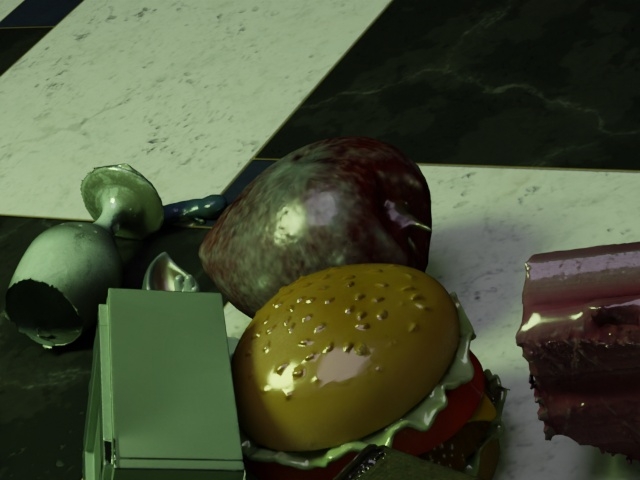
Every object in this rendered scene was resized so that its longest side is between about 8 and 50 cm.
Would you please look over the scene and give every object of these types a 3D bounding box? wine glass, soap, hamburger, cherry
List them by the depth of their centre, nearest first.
[{"bbox_3d":[0.346,0.101,1.501,0.325,0.220,0.127,-5,40,27],"label":"soap"},{"bbox_3d":[0.034,0.142,1.634,0.274,0.212,0.274,-15,32,10],"label":"hamburger"},{"bbox_3d":[0.000,0.000,1.883,0.300,0.203,0.230,-13,39,30],"label":"cherry"},{"bbox_3d":[-0.288,0.018,2.109,0.126,0.126,0.241,-4,34,28],"label":"wine glass"}]

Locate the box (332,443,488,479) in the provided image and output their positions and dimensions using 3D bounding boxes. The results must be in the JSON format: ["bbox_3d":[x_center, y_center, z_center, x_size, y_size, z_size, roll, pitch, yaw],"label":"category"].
[{"bbox_3d":[0.041,0.321,1.386,0.143,0.184,0.273,12,45,44],"label":"box"}]

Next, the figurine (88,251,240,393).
[{"bbox_3d":[-0.136,0.132,1.829,0.265,0.193,0.140,21,10,21],"label":"figurine"}]

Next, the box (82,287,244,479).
[{"bbox_3d":[-0.155,0.202,1.594,0.117,0.225,0.225,3,40,-12],"label":"box"}]

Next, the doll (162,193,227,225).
[{"bbox_3d":[-0.176,-0.036,2.215,0.125,0.027,0.037,-11,32,23],"label":"doll"}]
